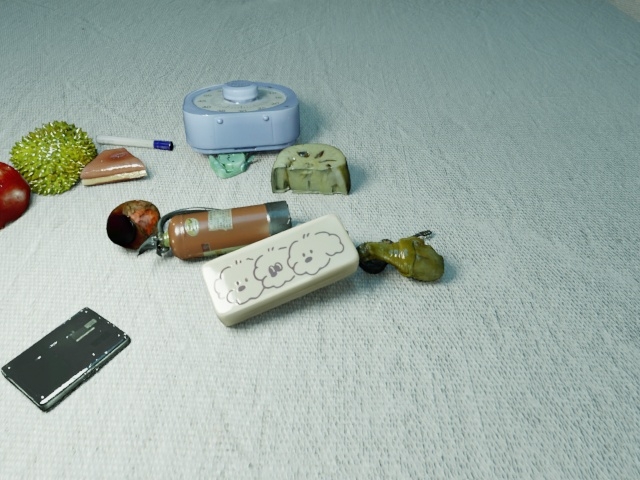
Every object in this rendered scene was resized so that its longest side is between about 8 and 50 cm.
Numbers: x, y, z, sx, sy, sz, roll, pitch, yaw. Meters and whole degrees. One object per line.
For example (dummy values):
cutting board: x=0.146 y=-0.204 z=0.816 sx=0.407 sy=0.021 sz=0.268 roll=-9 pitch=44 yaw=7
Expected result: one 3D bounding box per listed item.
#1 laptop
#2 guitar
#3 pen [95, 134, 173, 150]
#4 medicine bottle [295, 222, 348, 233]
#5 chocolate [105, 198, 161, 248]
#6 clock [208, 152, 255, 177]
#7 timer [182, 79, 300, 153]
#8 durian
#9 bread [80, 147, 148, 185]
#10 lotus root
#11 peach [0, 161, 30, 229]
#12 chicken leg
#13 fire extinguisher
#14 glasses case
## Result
laptop: x=-0.520 y=0.234 z=0.999 sx=0.154 sy=0.026 sz=0.207 roll=24 pitch=47 yaw=26
guitar: x=0.193 y=0.016 z=1.242 sx=0.233 sy=0.025 sz=0.088 roll=-22 pitch=47 yaw=-24
pen: x=-0.621 y=-0.327 z=1.620 sx=0.269 sy=0.033 sz=0.033 roll=6 pitch=42 yaw=7
medicine bottle: x=0.000 y=0.000 z=1.219 sx=0.130 sy=0.080 sz=0.080 roll=12 pitch=43 yaw=14
chocolate: x=-0.469 y=-0.043 z=1.244 sx=0.127 sy=0.124 sz=0.133 roll=17 pitch=13 yaw=22
clock: x=-0.275 y=-0.248 z=1.523 sx=0.135 sy=0.041 sz=0.101 roll=-24 pitch=47 yaw=-25
timer: x=-0.263 y=-0.437 z=1.610 sx=0.395 sy=0.173 sz=0.395 roll=-1 pitch=34 yaw=1
durian: x=-0.793 y=-0.253 z=1.443 sx=0.200 sy=0.176 sz=0.237 roll=13 pitch=51 yaw=43
bread: x=-0.620 y=-0.224 z=1.478 sx=0.192 sy=0.067 sz=0.119 roll=-6 pitch=50 yaw=-5
lotus root: x=-0.028 y=-0.206 z=1.419 sx=0.235 sy=0.119 sz=0.138 roll=-2 pitch=48 yaw=-1
peach: x=-0.910 y=-0.106 z=1.282 sx=0.158 sy=0.154 sz=0.267 roll=26 pitch=47 yaw=24
chicken leg: x=0.189 y=0.035 z=1.155 sx=0.227 sy=0.088 sz=0.103 roll=14 pitch=59 yaw=-5
fire extinguisher: x=-0.268 y=-0.027 z=1.246 sx=0.376 sy=0.113 sz=0.200 roll=-10 pitch=14 yaw=-12
glasses case: x=-0.088 y=0.063 z=1.093 sx=0.336 sy=0.076 sz=0.144 roll=-23 pitch=64 yaw=-11
